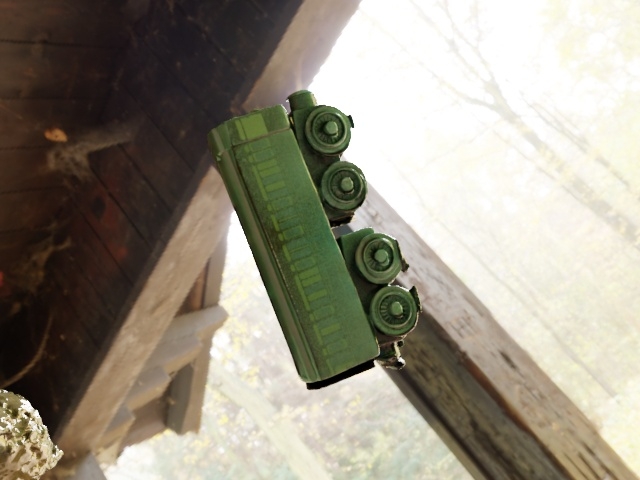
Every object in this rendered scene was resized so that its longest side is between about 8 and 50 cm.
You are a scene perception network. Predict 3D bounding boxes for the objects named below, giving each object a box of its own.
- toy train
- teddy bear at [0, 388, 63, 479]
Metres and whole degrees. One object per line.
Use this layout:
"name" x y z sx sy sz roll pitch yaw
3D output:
"toy train" 0.000 0.000 0.349 0.071 0.147 0.038 -22 -1 -11
"teddy bear" -0.400 0.241 0.714 0.256 0.156 0.267 -13 -20 -3
